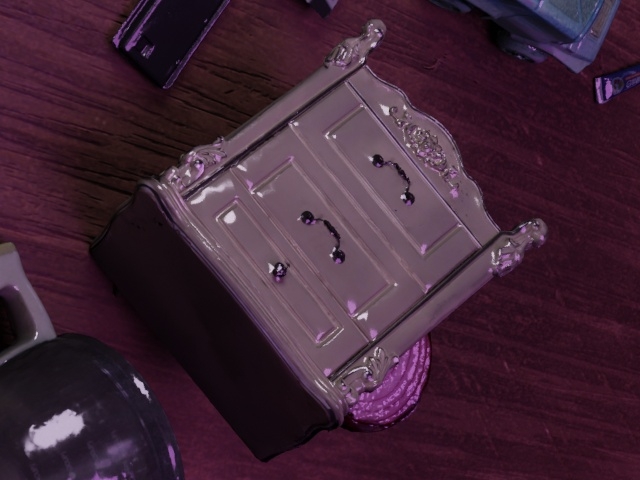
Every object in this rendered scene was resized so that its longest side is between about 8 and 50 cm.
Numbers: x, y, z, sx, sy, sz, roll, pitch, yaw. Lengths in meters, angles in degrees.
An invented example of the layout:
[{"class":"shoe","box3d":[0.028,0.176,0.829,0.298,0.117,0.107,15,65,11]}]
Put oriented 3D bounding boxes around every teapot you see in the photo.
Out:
[{"class":"teapot","box3d":[-0.282,0.191,1.428,0.239,0.239,0.321,-22,117,-45]}]

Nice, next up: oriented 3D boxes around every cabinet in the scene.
[{"class":"cabinet","box3d":[0.000,0.000,1.549,0.318,0.227,0.290,-38,89,-27]}]

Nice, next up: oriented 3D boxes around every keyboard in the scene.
[{"class":"keyboard","box3d":[-0.121,-0.266,1.559,0.230,0.025,0.094,-56,134,-10]}]

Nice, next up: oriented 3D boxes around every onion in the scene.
[{"class":"onion","box3d":[0.060,0.104,1.767,0.218,0.140,0.195,-38,109,-21]}]

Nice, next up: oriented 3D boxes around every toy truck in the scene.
[{"class":"toy truck","box3d":[0.239,-0.303,1.772,0.279,0.156,0.155,25,89,-42]}]

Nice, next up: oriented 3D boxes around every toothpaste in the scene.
[{"class":"toothpaste","box3d":[0.414,-0.217,2.051,0.140,0.021,0.037,-24,116,-30]}]

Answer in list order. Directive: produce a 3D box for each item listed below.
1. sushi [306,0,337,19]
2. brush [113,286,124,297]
[{"class":"sushi","box3d":[0.009,-0.347,1.638,0.201,0.031,0.139,-58,138,-12]},{"class":"brush","box3d":[-0.110,0.039,1.679,0.248,0.036,0.043,-2,111,-41]}]
